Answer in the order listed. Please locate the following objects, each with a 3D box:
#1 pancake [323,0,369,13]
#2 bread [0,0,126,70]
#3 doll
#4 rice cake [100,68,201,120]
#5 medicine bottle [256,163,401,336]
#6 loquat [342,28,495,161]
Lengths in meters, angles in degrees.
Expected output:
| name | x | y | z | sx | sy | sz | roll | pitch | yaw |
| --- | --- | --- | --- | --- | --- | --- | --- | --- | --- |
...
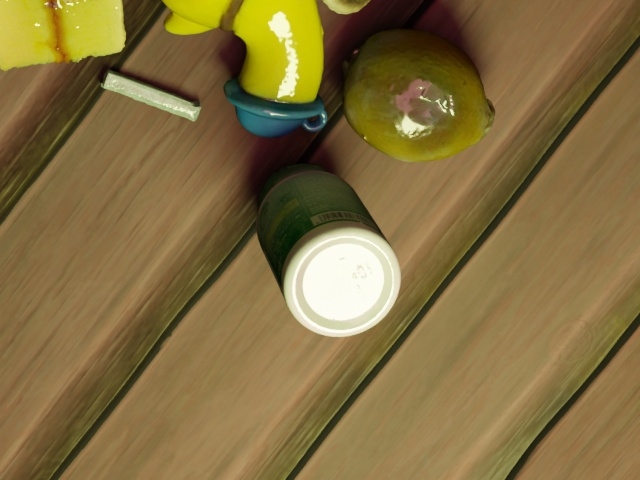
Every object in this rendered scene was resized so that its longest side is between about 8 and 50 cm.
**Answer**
| name | x | y | z | sx | sy | sz | roll | pitch | yaw |
| --- | --- | --- | --- | --- | --- | --- | --- | --- | --- |
| pancake | 0.032 | -0.331 | 1.926 | 0.152 | 0.025 | 0.151 | -20 | 116 | -49 |
| bread | -0.314 | -0.340 | 1.893 | 0.168 | 0.163 | 0.264 | -9 | 143 | -8 |
| doll | -0.081 | -0.272 | 1.909 | 0.199 | 0.145 | 0.363 | -25 | 117 | 10 |
| rice cake | -0.197 | -0.169 | 1.986 | 0.121 | 0.021 | 0.022 | 19 | 109 | -15 |
| medicine bottle | 0.000 | 0.000 | 1.949 | 0.133 | 0.274 | 0.133 | -4 | 112 | -9 |
| loquat | 0.115 | -0.166 | 1.986 | 0.195 | 0.152 | 0.152 | 24 | 103 | -10 |
